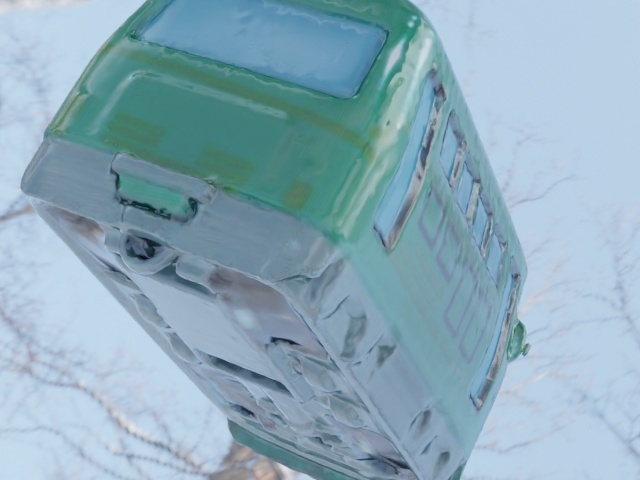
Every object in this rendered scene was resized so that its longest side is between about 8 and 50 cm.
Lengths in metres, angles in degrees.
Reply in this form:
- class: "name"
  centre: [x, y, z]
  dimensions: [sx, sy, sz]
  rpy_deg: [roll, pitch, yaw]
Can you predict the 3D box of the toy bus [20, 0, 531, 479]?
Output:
- class: "toy bus"
  centre: [0.000, 0.000, 0.905]
  dimensions: [0.183, 0.343, 0.199]
  rpy_deg: [19, -111, 26]
